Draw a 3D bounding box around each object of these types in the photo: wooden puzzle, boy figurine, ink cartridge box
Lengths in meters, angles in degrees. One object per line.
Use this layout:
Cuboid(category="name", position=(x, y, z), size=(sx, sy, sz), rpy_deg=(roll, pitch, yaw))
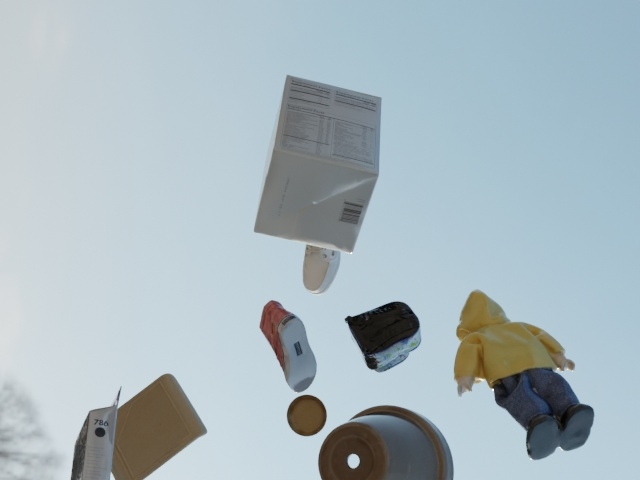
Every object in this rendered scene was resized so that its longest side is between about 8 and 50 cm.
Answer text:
Cuboid(category="wooden puzzle", position=(-0.411, 0.457, 2.369), size=(0.221, 0.239, 0.044), rpy_deg=(49, -11, 42))
Cuboid(category="boy figurine", position=(0.265, 0.179, 1.413), size=(0.285, 0.177, 0.092), rpy_deg=(-124, -156, -49))
Cuboid(category="ink cartridge box", position=(-0.461, 0.467, 1.981), size=(0.165, 0.065, 0.332), rpy_deg=(123, -26, -47))

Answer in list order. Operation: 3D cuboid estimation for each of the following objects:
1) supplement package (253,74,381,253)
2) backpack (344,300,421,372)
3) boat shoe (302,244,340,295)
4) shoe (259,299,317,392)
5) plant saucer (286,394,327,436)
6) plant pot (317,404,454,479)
Cuboid(category="supplement package", position=(-0.002, -0.149, 1.891), size=(0.262, 0.198, 0.199), rpy_deg=(-85, -171, -50))
Cuboid(category="backpack", position=(0.117, 0.165, 1.721), size=(0.084, 0.114, 0.105), rpy_deg=(72, -10, -46))
Cuboid(category="boat shoe", position=(0.000, 0.000, 2.454), size=(0.098, 0.096, 0.277), rpy_deg=(13, -87, 23))
Cuboid(category="shoe", position=(-0.059, 0.189, 1.776), size=(0.081, 0.063, 0.178), rpy_deg=(39, -31, 45))
Cuboid(category="plant saucer", position=(-0.026, 0.352, 1.987), size=(0.015, 0.083, 0.083), rpy_deg=(36, 58, -75))
Cuboid(category="plant pot", position=(0.108, 0.450, 1.962), size=(0.263, 0.229, 0.263), rpy_deg=(-7, -108, 23))
